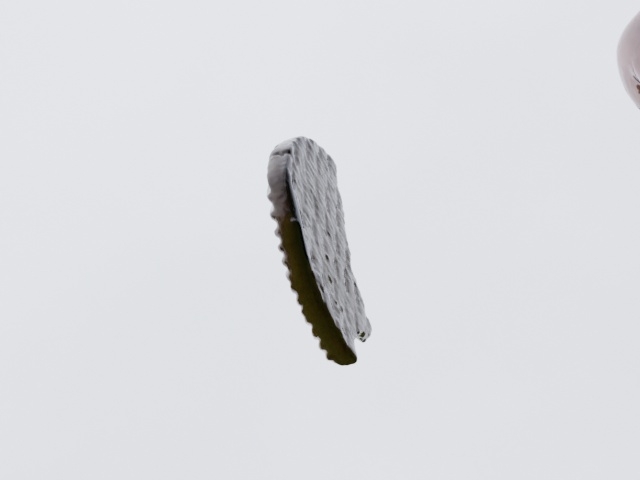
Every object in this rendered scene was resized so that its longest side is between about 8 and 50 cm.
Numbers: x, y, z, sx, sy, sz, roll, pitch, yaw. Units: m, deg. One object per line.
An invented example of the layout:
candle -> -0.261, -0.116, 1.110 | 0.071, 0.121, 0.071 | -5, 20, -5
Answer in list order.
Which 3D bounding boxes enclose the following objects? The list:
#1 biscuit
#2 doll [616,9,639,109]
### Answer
biscuit -> -0.001, 0.000, 1.256 | 0.031, 0.228, 0.176 | -21, -70, 15
doll -> 0.343, -0.248, 1.289 | 0.216, 0.284, 0.268 | -35, -50, 2
